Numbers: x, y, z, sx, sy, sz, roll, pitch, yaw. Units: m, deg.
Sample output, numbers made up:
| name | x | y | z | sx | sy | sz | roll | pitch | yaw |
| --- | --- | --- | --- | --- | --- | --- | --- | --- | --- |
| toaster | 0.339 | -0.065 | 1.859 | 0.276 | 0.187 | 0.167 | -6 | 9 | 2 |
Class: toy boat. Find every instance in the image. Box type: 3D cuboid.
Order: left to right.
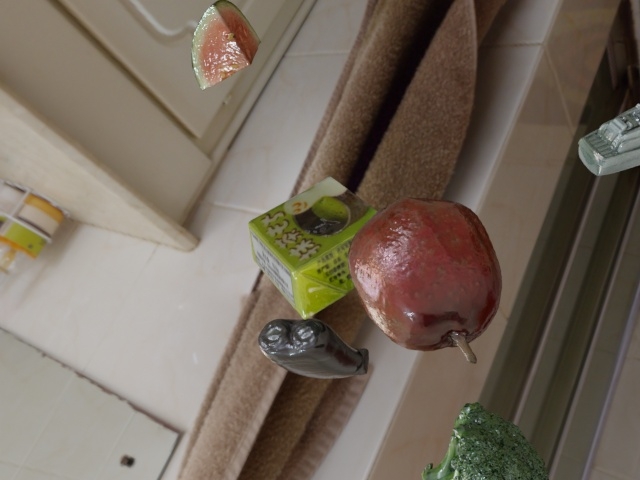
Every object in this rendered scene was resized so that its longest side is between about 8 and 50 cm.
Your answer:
| name | x | y | z | sx | sy | sz | roll | pitch | yaw |
| --- | --- | --- | --- | --- | --- | --- | --- | --- | --- |
| toy boat | 0.491 | -0.167 | 0.822 | 0.085 | 0.261 | 0.078 | 76 | 171 | -53 |

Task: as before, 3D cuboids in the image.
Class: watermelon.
| name | x | y | z | sx | sy | sz | roll | pitch | yaw |
| --- | --- | --- | --- | --- | --- | --- | --- | --- | --- |
| watermelon | -0.138 | -0.290 | 0.872 | 0.094 | 0.125 | 0.135 | 47 | 168 | 22 |

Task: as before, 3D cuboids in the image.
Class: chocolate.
| name | x | y | z | sx | sy | sz | roll | pitch | yaw |
| --- | --- | --- | --- | --- | --- | --- | --- | --- | --- |
| chocolate | 0.000 | 0.000 | 1.404 | 0.301 | 0.289 | 0.137 | 42 | 157 | 49 |

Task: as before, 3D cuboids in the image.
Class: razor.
| name | x | y | z | sx | sy | sz | roll | pitch | yaw |
| --- | --- | --- | --- | --- | --- | --- | --- | --- | --- |
| razor | -0.010 | 0.300 | 1.566 | 0.204 | 0.113 | 0.349 | -7 | 153 | 24 |

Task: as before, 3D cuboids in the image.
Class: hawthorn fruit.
| name | x | y | z | sx | sy | sz | roll | pitch | yaw |
| --- | --- | --- | --- | --- | --- | --- | --- | --- | --- |
| hawthorn fruit | 0.152 | 0.060 | 0.824 | 0.215 | 0.249 | 0.215 | -15 | 157 | -7 |

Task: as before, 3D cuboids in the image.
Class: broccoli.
| name | x | y | z | sx | sy | sz | roll | pitch | yaw |
| --- | --- | --- | --- | --- | --- | --- | --- | --- | --- |
| broccoli | 0.311 | 0.458 | 1.146 | 0.265 | 0.245 | 0.294 | 66 | -172 | 19 |
